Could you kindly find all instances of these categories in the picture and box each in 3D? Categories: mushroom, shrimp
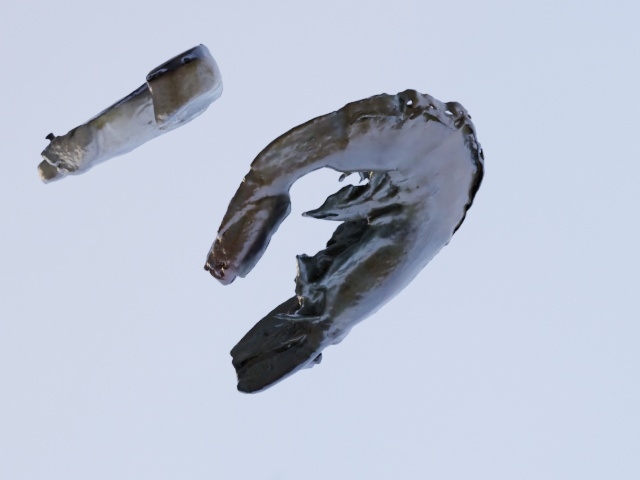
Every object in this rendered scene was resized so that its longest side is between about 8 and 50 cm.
[{"bbox_3d":[-0.064,-0.039,0.411,0.049,0.019,0.101,-31,-174,-39],"label":"mushroom"},{"bbox_3d":[0.000,0.001,0.807,0.253,0.173,0.058,-44,-133,19],"label":"shrimp"}]
